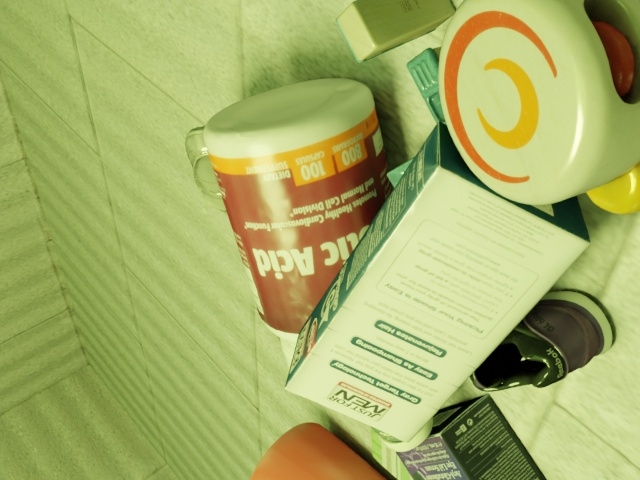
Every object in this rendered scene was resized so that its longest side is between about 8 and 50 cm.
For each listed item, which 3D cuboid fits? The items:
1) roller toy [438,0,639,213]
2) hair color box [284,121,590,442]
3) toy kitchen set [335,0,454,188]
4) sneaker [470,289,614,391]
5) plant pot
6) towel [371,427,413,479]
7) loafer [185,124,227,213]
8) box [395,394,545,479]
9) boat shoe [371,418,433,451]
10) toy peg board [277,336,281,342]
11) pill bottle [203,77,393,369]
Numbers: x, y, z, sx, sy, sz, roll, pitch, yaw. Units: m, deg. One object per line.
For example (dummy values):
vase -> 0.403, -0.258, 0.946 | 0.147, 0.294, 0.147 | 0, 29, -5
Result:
roller toy -> 0.212, -0.136, 0.627 | 0.209, 0.146, 0.191 | 49, 149, 40
hair color box -> 0.113, 0.061, 0.812 | 0.174, 0.105, 0.347 | 26, 124, -9
toy kitchen set -> 0.089, -0.155, 0.826 | 0.207, 0.122, 0.166 | 61, 151, -2
sneaker -> 0.203, 0.126, 0.897 | 0.107, 0.124, 0.283 | 63, 151, -4
plant pot -> 0.022, 0.527, 1.421 | 0.243, 0.275, 0.275 | 21, 134, 35
towel -> 0.149, 0.398, 1.335 | 0.152, 0.023, 0.113 | 34, 140, 42
loafer -> -0.143, -0.105, 1.154 | 0.319, 0.112, 0.111 | 73, -171, -82
box -> 0.229, 0.350, 1.073 | 0.207, 0.108, 0.153 | 56, 150, 8
boat shoe -> 0.062, 0.194, 1.129 | 0.099, 0.116, 0.319 | 56, 174, -29
toy peg board -> -0.036, 0.161, 1.372 | 0.161, 0.079, 0.161 | 62, 166, -3
pill bottle -> 0.000, 0.000, 0.998 | 0.224, 0.224, 0.392 | 18, 130, 50
